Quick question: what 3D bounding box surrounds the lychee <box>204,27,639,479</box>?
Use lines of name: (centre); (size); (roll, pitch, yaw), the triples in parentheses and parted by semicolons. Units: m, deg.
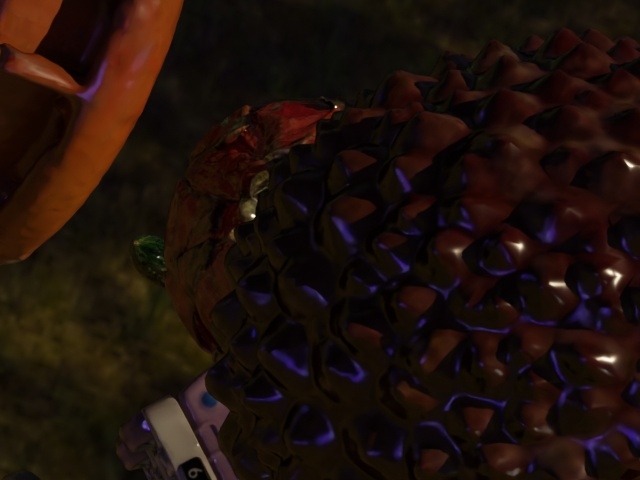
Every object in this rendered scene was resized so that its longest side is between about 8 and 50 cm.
lychee: (0.116, 0.050, 0.851); (0.330, 0.306, 0.306); (18, 23, -13)

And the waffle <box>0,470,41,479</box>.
waffle: (-0.323, 0.328, 1.645); (0.056, 0.292, 0.309); (39, -12, 21)

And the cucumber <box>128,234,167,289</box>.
cucumber: (-0.129, 0.034, 1.921); (0.215, 0.052, 0.058); (28, 30, -57)

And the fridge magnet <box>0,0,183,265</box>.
fridge magnet: (-0.196, -0.160, 1.257); (0.155, 0.363, 0.363); (21, 21, -28)

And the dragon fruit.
dragon fruit: (0.000, 0.000, 1.420); (0.244, 0.244, 0.299); (24, -18, 4)

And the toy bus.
toy bus: (-0.043, 0.156, 1.237); (0.142, 0.202, 0.142); (-27, 81, -13)
